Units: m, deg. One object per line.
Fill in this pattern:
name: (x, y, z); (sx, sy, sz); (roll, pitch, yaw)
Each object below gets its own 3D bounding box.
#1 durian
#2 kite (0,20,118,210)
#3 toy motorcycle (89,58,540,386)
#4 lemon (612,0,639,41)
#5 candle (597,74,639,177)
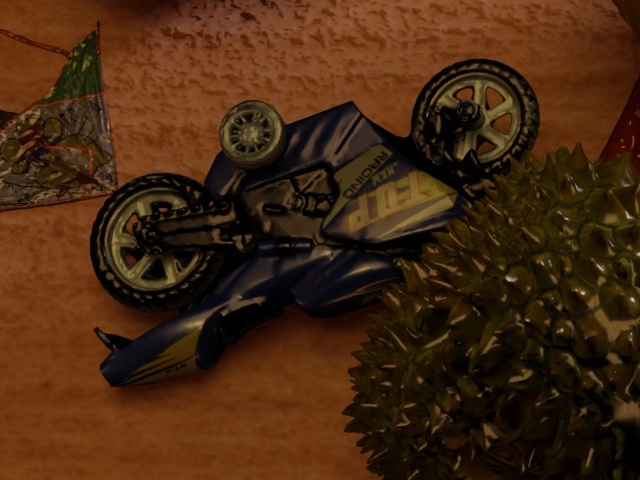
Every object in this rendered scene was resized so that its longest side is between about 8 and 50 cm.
durian: (0.158, 0.073, 1.033); (0.291, 0.291, 0.225); (17, 43, 16)
kite: (-0.234, -0.093, 1.312); (0.244, 0.006, 0.198); (29, 71, 21)
toy motorcycle: (0.000, 0.000, 1.176); (0.315, 0.113, 0.169); (-20, 71, 8)
lemon: (0.327, -0.212, 1.115); (0.348, 0.348, 0.348); (-3, 62, 6)
candle: (0.200, -0.058, 1.208); (0.053, 0.048, 0.162); (7, 60, 46)
